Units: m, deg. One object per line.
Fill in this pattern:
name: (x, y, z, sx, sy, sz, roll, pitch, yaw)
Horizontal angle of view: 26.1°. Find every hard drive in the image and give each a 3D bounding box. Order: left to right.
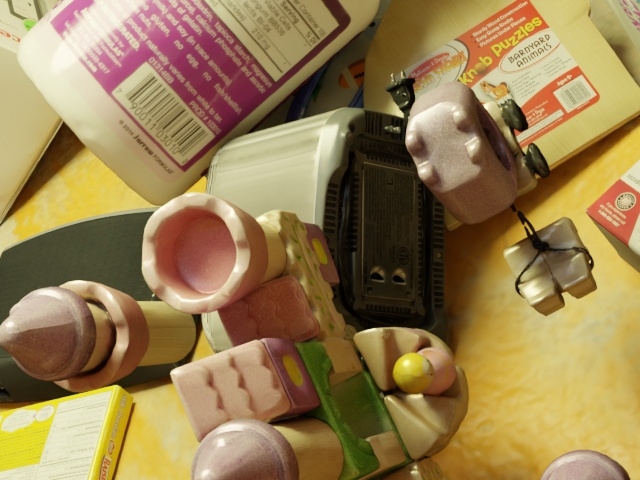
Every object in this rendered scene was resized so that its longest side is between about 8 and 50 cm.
hard drive: (-0.207, 0.053, 1.206, 0.255, 0.054, 0.172, -11, 49, 35)

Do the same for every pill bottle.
pill bottle: (-0.064, -0.182, 1.031, 0.301, 0.169, 0.169, -42, 38, 1)

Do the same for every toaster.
toaster: (0.000, 0.000, 0.972, 0.146, 0.129, 0.226, -6, 81, 43)

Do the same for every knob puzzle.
knob puzzle: (0.118, -0.123, 1.032, 0.213, 0.030, 0.213, -5, 71, 13)

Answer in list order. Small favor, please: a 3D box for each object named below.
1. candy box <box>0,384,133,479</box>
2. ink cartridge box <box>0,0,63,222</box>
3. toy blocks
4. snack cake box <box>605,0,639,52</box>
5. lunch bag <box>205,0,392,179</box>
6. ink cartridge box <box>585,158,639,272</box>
candy box: (-0.248, 0.186, 1.144, 0.206, 0.027, 0.105, -15, 49, 32)
ink cartridge box: (-0.394, -0.187, 1.440, 0.197, 0.198, 0.270, -53, 35, 20)
toy blocks: (-0.002, 0.092, 0.740, 0.309, 0.260, 0.288, -29, 77, 17)
snack cake box: (0.314, -0.217, 0.905, 0.264, 0.152, 0.089, -41, 38, 5)
lunch bag: (0.014, -0.175, 1.172, 0.243, 0.115, 0.303, 6, 61, 42)
ink cartridge box: (0.251, -0.029, 0.867, 0.135, 0.056, 0.099, -44, 37, 2)
